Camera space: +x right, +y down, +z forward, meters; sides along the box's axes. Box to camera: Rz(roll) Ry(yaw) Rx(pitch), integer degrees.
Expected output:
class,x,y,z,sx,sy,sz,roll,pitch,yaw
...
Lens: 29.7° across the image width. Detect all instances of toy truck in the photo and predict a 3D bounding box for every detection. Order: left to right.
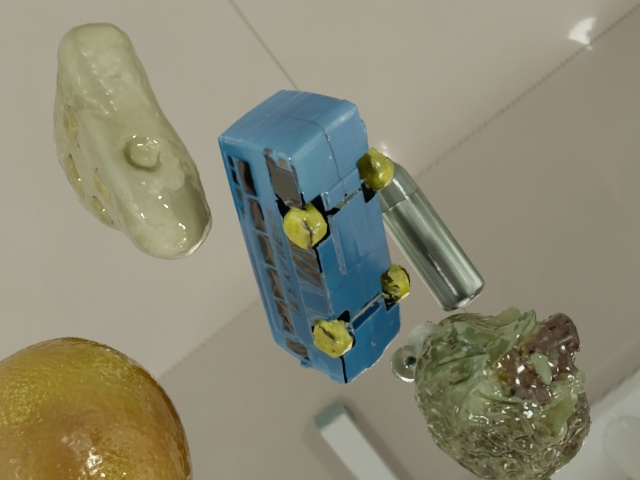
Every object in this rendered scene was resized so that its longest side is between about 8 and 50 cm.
class,x,y,z,sx,sy,sz,roll,pitch,yaw
toy truck,0.000,0.000,1.544,0.161,0.162,0.385,-42,135,-31

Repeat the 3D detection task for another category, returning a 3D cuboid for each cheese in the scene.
class,x,y,z,sx,sy,sz,roll,pitch,yaw
cheese,-0.269,-0.083,1.685,0.129,0.328,0.351,-21,70,-21

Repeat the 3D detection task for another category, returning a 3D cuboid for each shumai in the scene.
class,x,y,z,sx,sy,sz,roll,pitch,yaw
shumai,0.244,0.192,1.582,0.256,0.218,0.189,38,64,10

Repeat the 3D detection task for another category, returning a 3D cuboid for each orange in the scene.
class,x,y,z,sx,sy,sz,roll,pitch,yaw
orange,-0.223,0.203,1.067,0.236,0.236,0.236,-2,102,-8

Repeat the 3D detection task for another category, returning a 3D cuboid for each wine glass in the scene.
class,x,y,z,sx,sy,sz,roll,pitch,yaw
wine glass,0.163,0.182,2.012,0.066,0.198,0.066,2,99,12

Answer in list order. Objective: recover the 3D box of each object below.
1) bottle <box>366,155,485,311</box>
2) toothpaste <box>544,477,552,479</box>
class,x,y,z,sx,sy,sz,roll,pitch,yaw
bottle,0.146,-0.006,1.832,0.096,0.079,0.254,-34,91,21
toothpaste,0.303,0.339,1.709,0.060,0.233,0.038,-8,139,-42
